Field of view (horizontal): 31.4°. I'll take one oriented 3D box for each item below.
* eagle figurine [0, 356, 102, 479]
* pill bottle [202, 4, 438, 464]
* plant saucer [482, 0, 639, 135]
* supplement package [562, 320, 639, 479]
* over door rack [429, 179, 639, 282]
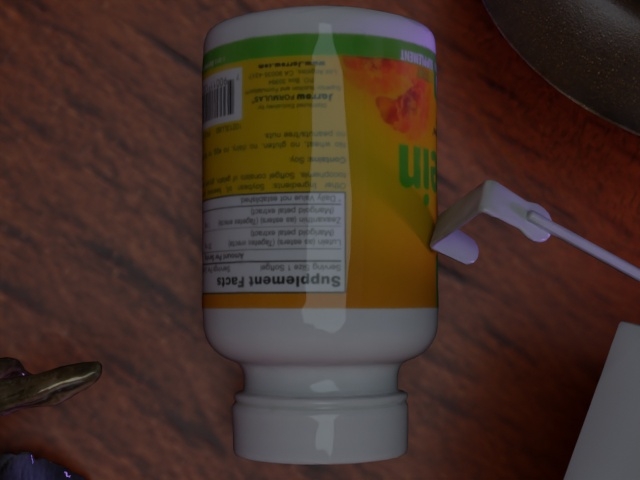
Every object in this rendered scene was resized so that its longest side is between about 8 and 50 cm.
[{"bbox_3d":[-0.207,0.212,0.633,0.226,0.225,0.298,7,123,34],"label":"eagle figurine"},{"bbox_3d":[0.000,0.000,0.660,0.137,0.136,0.245,0,87,-4],"label":"pill bottle"},{"bbox_3d":[0.244,-0.179,0.658,0.311,0.050,0.310,0,55,0],"label":"plant saucer"},{"bbox_3d":[0.251,0.156,0.602,0.194,0.203,0.149,18,84,36],"label":"supplement package"},{"bbox_3d":[0.247,-0.053,0.653,0.324,0.108,0.239,21,58,-4],"label":"over door rack"}]
